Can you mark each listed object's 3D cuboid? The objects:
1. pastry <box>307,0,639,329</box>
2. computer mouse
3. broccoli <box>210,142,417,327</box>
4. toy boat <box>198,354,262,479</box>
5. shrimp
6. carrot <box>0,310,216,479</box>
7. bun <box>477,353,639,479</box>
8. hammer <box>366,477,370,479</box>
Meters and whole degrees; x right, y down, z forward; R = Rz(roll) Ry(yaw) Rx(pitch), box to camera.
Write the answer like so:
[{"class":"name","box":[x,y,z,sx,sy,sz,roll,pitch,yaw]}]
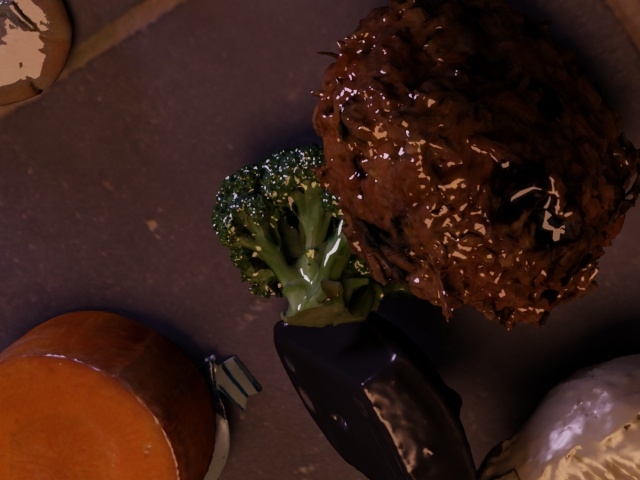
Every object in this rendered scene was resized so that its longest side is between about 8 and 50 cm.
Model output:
[{"class":"pastry","box":[0.109,-0.056,0.883,0.275,0.275,0.193,37,129,-11]},{"class":"computer mouse","box":[0.057,0.141,1.076,0.100,0.269,0.170,-35,110,-14]},{"class":"broccoli","box":[0.000,0.000,1.019,0.195,0.156,0.195,-5,155,-2]},{"class":"toy boat","box":[-0.198,0.214,1.284,0.210,0.070,0.292,23,119,2]},{"class":"shrimp","box":[-0.362,-0.202,1.033,0.289,0.075,0.178,5,118,15]},{"class":"carrot","box":[-0.251,0.211,1.229,0.307,0.100,0.258,-24,93,30]},{"class":"bun","box":[0.290,0.259,1.078,0.359,0.211,0.360,4,115,8]},{"class":"hammer","box":[0.051,0.255,1.267,0.029,0.014,0.123,-6,120,10]}]
